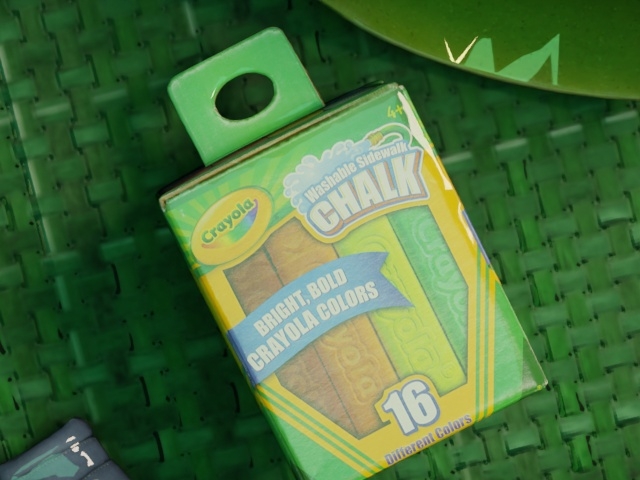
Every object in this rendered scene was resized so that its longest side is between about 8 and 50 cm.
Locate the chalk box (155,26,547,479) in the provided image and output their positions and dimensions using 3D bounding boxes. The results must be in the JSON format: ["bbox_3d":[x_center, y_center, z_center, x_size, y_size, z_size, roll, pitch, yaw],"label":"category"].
[{"bbox_3d":[0.000,0.000,0.877,0.132,0.132,0.213,-28,96,-3],"label":"chalk box"}]

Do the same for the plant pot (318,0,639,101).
[{"bbox_3d":[0.139,-0.251,0.830,0.274,0.275,0.293,14,76,-6],"label":"plant pot"}]

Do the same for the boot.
[{"bbox_3d":[-0.176,0.177,0.914,0.190,0.069,0.086,-36,83,-4],"label":"boot"}]
